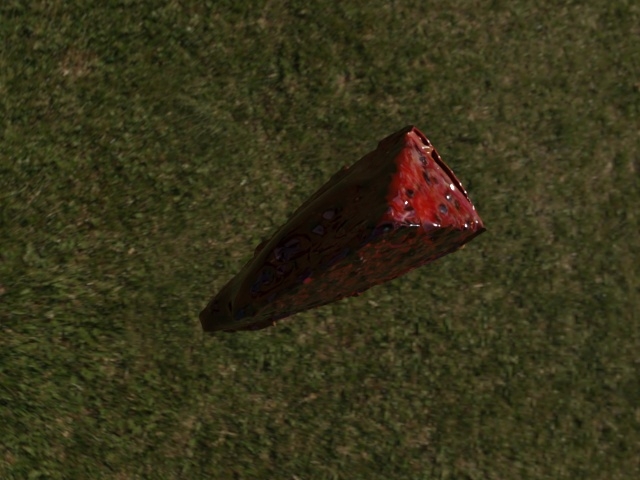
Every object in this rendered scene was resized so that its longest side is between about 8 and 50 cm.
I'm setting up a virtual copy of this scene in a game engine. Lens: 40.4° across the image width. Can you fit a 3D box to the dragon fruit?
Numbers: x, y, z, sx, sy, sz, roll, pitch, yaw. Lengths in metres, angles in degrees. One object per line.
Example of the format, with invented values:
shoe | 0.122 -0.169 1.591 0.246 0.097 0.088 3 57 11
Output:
dragon fruit | -0.001 -0.004 0.420 0.097 0.131 0.063 5 59 -60
